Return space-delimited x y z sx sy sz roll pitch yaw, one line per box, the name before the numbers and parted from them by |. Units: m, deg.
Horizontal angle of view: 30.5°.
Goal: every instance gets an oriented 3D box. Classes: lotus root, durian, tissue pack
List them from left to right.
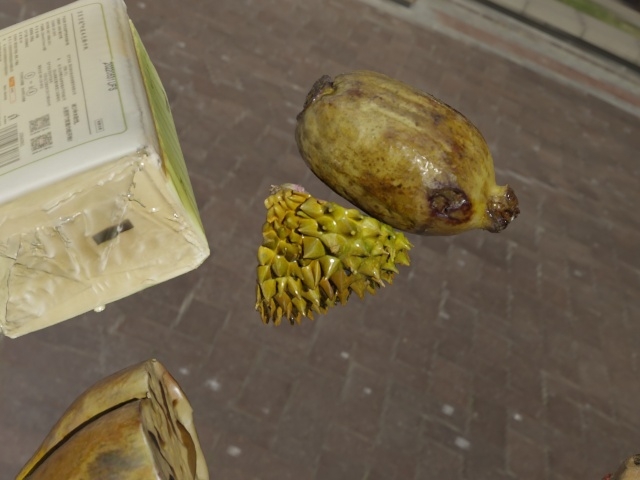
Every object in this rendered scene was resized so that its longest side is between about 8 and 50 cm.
tissue pack | -0.188 -0.062 0.860 0.159 0.125 0.234 -23 40 0
lotus root | -0.196 0.217 1.041 0.188 0.180 0.199 57 17 -73
durian | 0.007 0.014 1.225 0.187 0.153 0.260 -1 0 12
lotus root | 0.094 -0.085 1.240 0.260 0.128 0.145 31 62 1

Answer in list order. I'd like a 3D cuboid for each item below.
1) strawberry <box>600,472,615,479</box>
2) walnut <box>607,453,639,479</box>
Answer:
strawberry | 0.456 0.451 1.608 0.250 0.288 0.238 51 23 -18
walnut | 0.388 0.323 1.251 0.213 0.213 0.213 21 22 -9
